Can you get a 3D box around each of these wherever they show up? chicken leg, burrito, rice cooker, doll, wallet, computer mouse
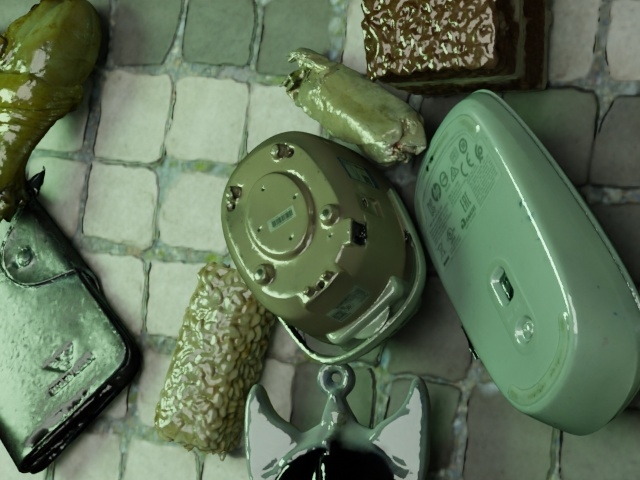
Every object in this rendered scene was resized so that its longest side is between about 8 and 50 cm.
[{"bbox_3d":[-0.278,-0.127,1.768,0.103,0.088,0.227,21,88,15],"label":"chicken leg"},{"bbox_3d":[0.027,-0.111,1.603,0.188,0.045,0.058,36,101,42],"label":"burrito"},{"bbox_3d":[0.000,0.000,1.571,0.145,0.127,0.206,-42,48,17],"label":"rice cooker"},{"bbox_3d":[0.021,0.254,1.535,0.145,0.103,0.316,-12,72,40],"label":"doll"},{"bbox_3d":[-0.302,0.052,1.785,0.172,0.045,0.318,-45,62,12],"label":"wallet"},{"bbox_3d":[0.172,0.016,1.484,0.288,0.097,0.159,67,148,34],"label":"computer mouse"}]

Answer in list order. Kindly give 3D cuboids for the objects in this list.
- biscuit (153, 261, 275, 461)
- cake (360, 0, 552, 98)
[{"bbox_3d":[-0.093,0.103,1.647,0.082,0.070,0.168,17,89,22],"label":"biscuit"},{"bbox_3d":[0.115,-0.184,1.523,0.135,0.147,0.135,-2,82,31],"label":"cake"}]
